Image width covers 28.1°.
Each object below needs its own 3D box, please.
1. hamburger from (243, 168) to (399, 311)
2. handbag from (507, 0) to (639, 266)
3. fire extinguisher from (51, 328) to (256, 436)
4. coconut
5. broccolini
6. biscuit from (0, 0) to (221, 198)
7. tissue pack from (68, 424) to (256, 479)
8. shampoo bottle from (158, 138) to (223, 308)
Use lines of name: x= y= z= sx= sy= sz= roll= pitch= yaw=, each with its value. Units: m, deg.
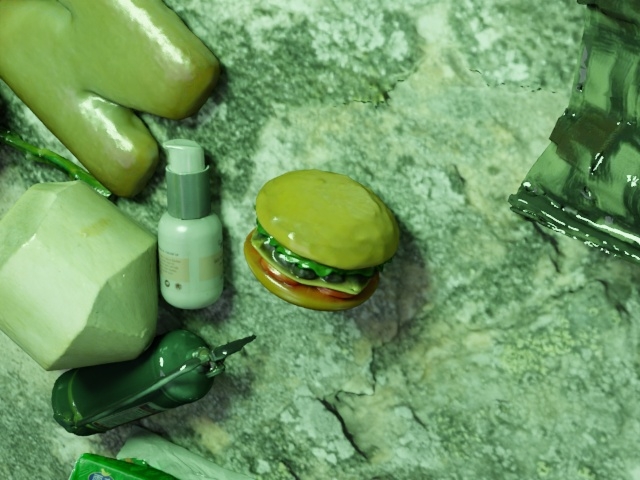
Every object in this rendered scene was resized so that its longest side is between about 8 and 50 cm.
hamburger: x=0.000 y=0.000 z=1.310 sx=0.162 sy=0.162 sz=0.115 roll=30 pitch=123 yaw=19
handbag: x=0.347 y=-0.109 z=1.054 sx=0.327 sy=0.162 sz=0.325 roll=26 pitch=117 yaw=30
fire extinguisher: x=-0.202 y=0.166 z=1.530 sx=0.294 sy=0.118 sz=0.093 roll=-22 pitch=91 yaw=39
coconut: x=-0.279 y=0.048 z=1.464 sx=0.222 sy=0.202 sz=0.202 roll=41 pitch=126 yaw=-7
broccolini: x=-0.359 y=-0.103 z=1.555 sx=0.254 sy=0.057 sz=0.071 roll=30 pitch=166 yaw=22
biscuit: x=-0.263 y=-0.211 z=1.446 sx=0.290 sy=0.062 sz=0.237 roll=48 pitch=126 yaw=6
tissue pack: x=-0.190 y=0.327 z=1.575 sx=0.209 sy=0.148 sz=0.156 roll=16 pitch=77 yaw=27
shampoo bottle: x=-0.147 y=-0.020 z=1.443 sx=0.074 sy=0.074 sz=0.192 roll=13 pitch=114 yaw=28
